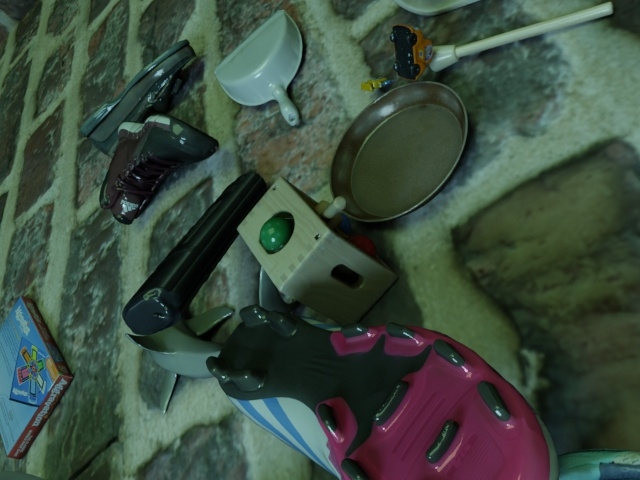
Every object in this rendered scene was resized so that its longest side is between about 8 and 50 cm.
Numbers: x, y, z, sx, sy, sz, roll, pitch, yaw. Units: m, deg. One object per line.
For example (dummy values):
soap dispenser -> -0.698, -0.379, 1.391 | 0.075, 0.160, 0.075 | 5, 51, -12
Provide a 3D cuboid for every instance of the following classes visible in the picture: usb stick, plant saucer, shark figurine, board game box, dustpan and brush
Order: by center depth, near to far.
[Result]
plant saucer -> 0.083, -0.090, 0.627 | 0.169, 0.029, 0.168 | -23, 53, 33
shark figurine -> -0.150, 0.108, 0.663 | 0.278, 0.116, 0.166 | -6, 63, 43
usb stick -> -0.130, 0.004, 0.668 | 0.077, 0.045, 0.278 | -32, 18, 31
dustpan and brush -> -0.072, -0.230, 0.846 | 0.147, 0.060, 0.211 | -37, 39, 14
board game box -> -0.493, 0.212, 0.978 | 0.281, 0.027, 0.145 | 31, 90, 48

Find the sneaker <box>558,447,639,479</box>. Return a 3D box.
sneaker -> 0.228, 0.165, 0.267 | 0.283, 0.122, 0.110 | -2, 65, 42

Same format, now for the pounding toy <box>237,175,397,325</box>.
pounding toy -> 0.000, 0.000, 0.565 | 0.100, 0.141, 0.130 | -49, 43, 8

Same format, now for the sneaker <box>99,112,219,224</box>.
sneaker -> -0.257, -0.097, 0.907 | 0.281, 0.106, 0.162 | 10, 78, 56

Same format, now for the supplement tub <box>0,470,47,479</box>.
supplement tub -> -0.396, 0.427, 0.633 | 0.316, 0.194, 0.193 | -51, 42, 5

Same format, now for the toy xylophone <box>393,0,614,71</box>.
toy xylophone -> 0.201, -0.314, 0.615 | 0.323, 0.081, 0.236 | -14, 58, 38

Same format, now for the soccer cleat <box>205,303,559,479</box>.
soccer cleat -> 0.043, 0.127, 0.439 | 0.331, 0.143, 0.116 | 9, 61, 56

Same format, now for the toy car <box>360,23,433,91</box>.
toy car -> 0.083, -0.204, 0.657 | 0.041, 0.060, 0.122 | -25, 15, -21

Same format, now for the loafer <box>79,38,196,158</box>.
loafer -> -0.315, -0.252, 1.075 | 0.268, 0.084, 0.096 | -34, 16, 18
